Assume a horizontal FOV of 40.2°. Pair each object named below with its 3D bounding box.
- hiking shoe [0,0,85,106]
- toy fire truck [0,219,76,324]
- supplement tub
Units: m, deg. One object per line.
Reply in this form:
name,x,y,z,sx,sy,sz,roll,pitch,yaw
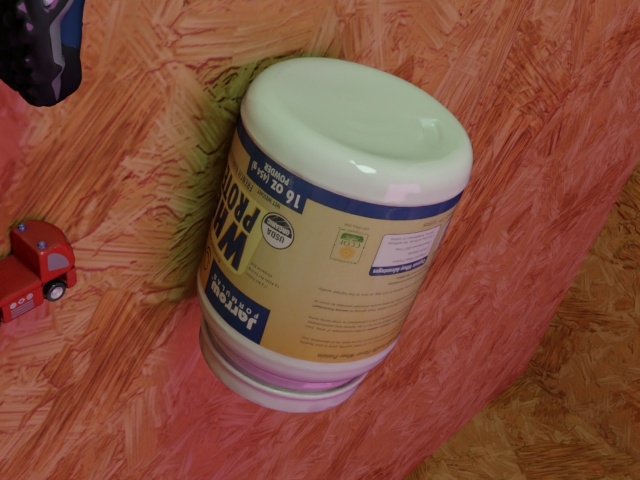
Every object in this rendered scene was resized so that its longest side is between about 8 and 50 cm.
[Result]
hiking shoe,-0.149,-0.213,0.506,0.132,0.113,0.304,-31,148,-36
toy fire truck,-0.278,0.020,0.670,0.192,0.047,0.135,-32,147,-37
supplement tub,0.000,0.000,0.896,0.228,0.228,0.316,-23,142,-46
